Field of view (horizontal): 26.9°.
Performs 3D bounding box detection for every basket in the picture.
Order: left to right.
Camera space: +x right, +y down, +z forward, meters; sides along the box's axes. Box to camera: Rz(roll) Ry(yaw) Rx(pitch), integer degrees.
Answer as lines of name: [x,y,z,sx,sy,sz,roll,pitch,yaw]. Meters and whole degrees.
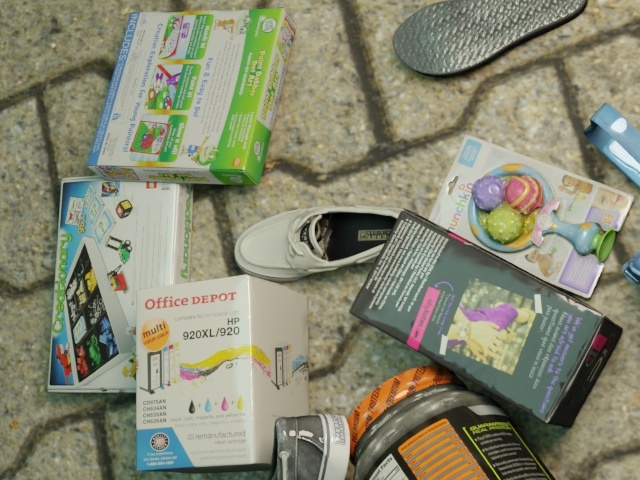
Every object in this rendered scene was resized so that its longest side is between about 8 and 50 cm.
basket: [0.404,-0.036,1.478,0.289,0.255,0.201,41,98,6]

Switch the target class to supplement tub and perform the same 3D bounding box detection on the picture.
supplement tub: [0.173,0.316,1.509,0.207,0.207,0.338,-42,53,11]

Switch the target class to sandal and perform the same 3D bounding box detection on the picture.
sandal: [0.219,-0.272,1.715,0.254,0.054,0.097,-17,81,10]

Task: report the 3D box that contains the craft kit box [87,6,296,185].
craft kit box: [-0.176,-0.200,1.838,0.246,0.061,0.250,2,68,27]

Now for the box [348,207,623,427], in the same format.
box: [0.197,0.093,1.578,0.270,0.165,0.143,29,92,22]

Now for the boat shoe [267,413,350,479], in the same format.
boat shoe: [-0.042,0.331,1.607,0.108,0.102,0.301,-104,22,-52]

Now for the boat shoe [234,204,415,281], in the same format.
boat shoe: [0.000,0.000,1.731,0.267,0.088,0.096,-1,80,24]

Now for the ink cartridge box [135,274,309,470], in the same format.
ink cartridge box: [-0.124,0.175,1.707,0.171,0.168,0.233,-7,76,23]

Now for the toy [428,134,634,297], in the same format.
toy: [0.247,-0.037,1.648,0.237,0.056,0.137,24,89,26]

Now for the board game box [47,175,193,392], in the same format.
board game box: [-0.277,0.060,1.860,0.193,0.053,0.305,-2,79,23]
